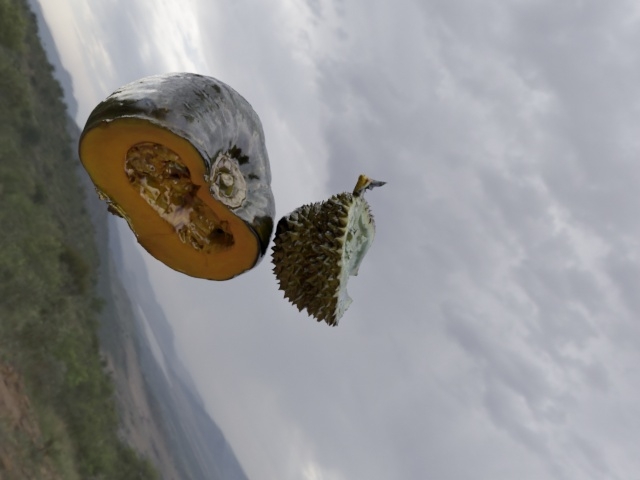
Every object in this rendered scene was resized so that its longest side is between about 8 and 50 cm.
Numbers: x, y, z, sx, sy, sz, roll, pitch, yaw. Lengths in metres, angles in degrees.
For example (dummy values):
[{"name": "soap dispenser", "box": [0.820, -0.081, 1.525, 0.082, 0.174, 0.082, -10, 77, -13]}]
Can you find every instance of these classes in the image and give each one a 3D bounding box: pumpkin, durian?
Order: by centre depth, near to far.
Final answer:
[{"name": "durian", "box": [0.000, 0.000, 0.915, 0.137, 0.193, 0.238, 23, -65, 11]}, {"name": "pumpkin", "box": [-0.199, -0.110, 0.927, 0.232, 0.241, 0.325, -84, 159, -43]}]
